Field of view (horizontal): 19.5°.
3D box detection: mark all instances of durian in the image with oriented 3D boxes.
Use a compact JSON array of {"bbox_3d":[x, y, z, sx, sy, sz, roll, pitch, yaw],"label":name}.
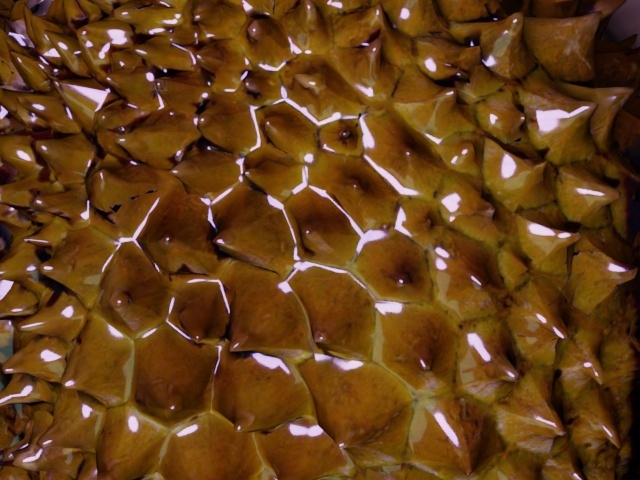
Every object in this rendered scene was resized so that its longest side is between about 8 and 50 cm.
[{"bbox_3d":[0.000,-0.004,0.743,0.348,0.347,0.384,-10,143,32],"label":"durian"}]
